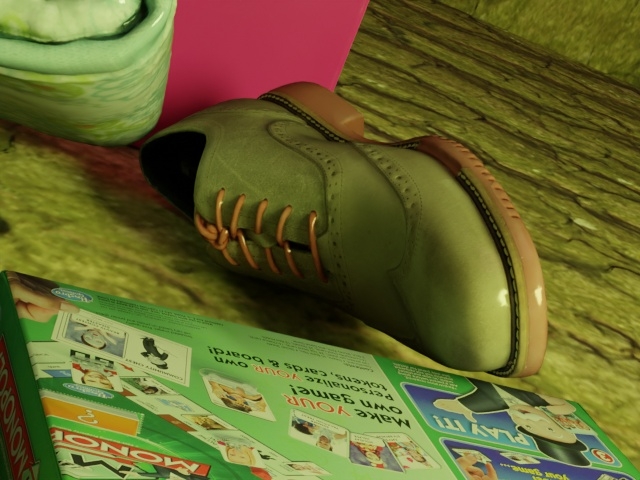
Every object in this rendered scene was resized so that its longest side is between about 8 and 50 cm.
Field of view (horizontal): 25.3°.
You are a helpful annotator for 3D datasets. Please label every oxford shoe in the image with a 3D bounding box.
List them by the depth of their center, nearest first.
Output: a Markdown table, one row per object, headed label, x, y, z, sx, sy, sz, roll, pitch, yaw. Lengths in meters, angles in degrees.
| label | x | y | z | sx | sy | sz | roll | pitch | yaw |
| --- | --- | --- | --- | --- | --- | --- | --- | --- | --- |
| oxford shoe | 0.000 | 0.000 | 0.803 | 0.130 | 0.123 | 0.348 | -12 | 20 | -23 |

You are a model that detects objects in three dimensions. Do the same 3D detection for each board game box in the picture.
| label | x | y | z | sx | sy | sz | roll | pitch | yaw |
| --- | --- | --- | --- | --- | --- | --- | --- | --- | --- |
| board game box | 0.024 | 0.111 | 0.603 | 0.317 | 0.046 | 0.213 | 15 | 20 | -25 |

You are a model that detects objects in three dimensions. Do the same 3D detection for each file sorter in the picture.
| label | x | y | z | sx | sy | sz | roll | pitch | yaw |
| --- | --- | --- | --- | --- | --- | --- | --- | --- | --- |
| file sorter | -0.079 | -0.221 | 1.050 | 0.202 | 0.291 | 0.182 | 17 | 15 | -20 |

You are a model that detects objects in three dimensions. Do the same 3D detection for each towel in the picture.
| label | x | y | z | sx | sy | sz | roll | pitch | yaw |
| --- | --- | --- | --- | --- | --- | --- | --- | --- | --- |
| towel | -0.259 | -0.150 | 0.756 | 0.374 | 0.090 | 0.320 | 19 | -3 | -6 |
